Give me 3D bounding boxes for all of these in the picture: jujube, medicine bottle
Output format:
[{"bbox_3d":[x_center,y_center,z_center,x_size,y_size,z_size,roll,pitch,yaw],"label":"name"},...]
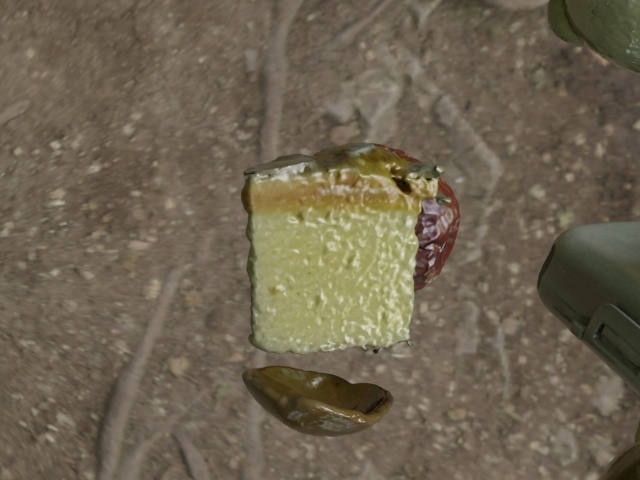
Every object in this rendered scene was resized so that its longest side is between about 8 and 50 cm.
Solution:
[{"bbox_3d":[0.088,-0.034,1.605,0.232,0.213,0.213,24,77,15],"label":"jujube"},{"bbox_3d":[0.434,0.107,1.189,0.282,0.375,0.123,-4,124,-31],"label":"medicine bottle"}]

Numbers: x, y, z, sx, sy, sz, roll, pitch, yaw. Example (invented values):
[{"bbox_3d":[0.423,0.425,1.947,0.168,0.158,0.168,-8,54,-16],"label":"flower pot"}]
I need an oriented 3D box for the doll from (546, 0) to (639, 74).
[{"bbox_3d":[0.301,-0.280,0.892,0.149,0.175,0.278,-33,141,-36],"label":"doll"}]

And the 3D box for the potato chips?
[{"bbox_3d":[-0.005,0.202,1.291,0.195,0.208,0.062,13,95,-14],"label":"potato chips"}]

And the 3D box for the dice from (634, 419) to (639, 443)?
[{"bbox_3d":[0.598,0.312,1.603,0.166,0.169,0.169,8,125,-35],"label":"dice"}]

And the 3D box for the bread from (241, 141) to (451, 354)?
[{"bbox_3d":[0.000,0.000,0.772,0.152,0.127,0.147,-5,107,-31],"label":"bread"}]

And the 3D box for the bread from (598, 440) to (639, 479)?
[{"bbox_3d":[0.259,0.225,0.528,0.160,0.333,0.333,-28,103,-65],"label":"bread"}]
